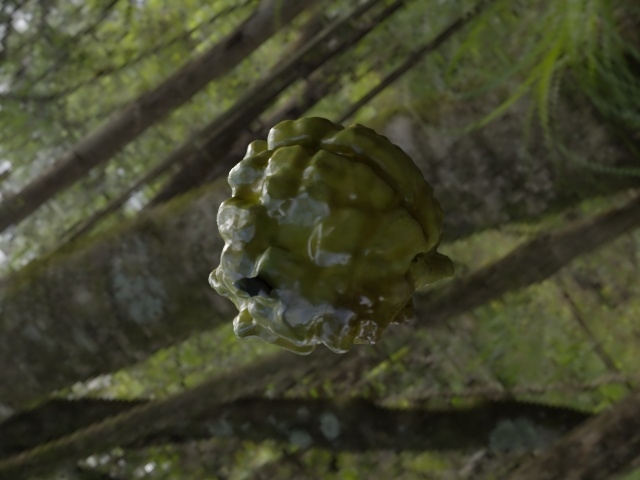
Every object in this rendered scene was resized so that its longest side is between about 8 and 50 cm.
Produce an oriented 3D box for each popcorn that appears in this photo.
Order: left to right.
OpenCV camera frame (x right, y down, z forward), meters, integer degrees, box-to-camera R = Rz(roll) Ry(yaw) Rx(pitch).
[{"bbox_3d":[0.000,0.001,1.015,0.173,0.173,0.142,47,-175,-20],"label":"popcorn"}]
